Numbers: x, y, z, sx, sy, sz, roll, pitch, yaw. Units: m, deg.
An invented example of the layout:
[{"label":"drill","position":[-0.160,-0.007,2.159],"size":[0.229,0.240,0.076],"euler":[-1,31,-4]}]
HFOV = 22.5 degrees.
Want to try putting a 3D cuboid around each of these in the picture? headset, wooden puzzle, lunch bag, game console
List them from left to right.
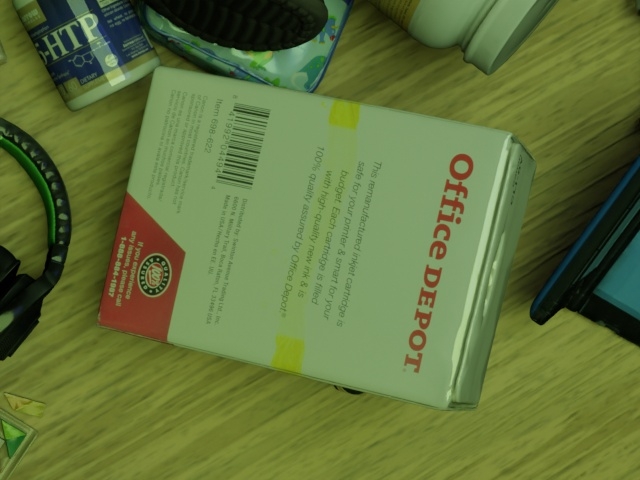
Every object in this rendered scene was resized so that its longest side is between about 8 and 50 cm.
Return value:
[{"label":"headset","position":[-0.409,0.059,1.667],"size":[0.243,0.185,0.394],"euler":[20,72,-12]},{"label":"wooden puzzle","position":[-0.350,0.215,1.729],"size":[0.079,0.014,0.116],"euler":[28,86,-14]},{"label":"lunch bag","position":[-0.080,-0.262,1.743],"size":[0.219,0.090,0.176],"euler":[28,82,-15]},{"label":"game console","position":[0.399,0.002,1.795],"size":[0.173,0.250,0.293],"euler":[37,108,11]}]

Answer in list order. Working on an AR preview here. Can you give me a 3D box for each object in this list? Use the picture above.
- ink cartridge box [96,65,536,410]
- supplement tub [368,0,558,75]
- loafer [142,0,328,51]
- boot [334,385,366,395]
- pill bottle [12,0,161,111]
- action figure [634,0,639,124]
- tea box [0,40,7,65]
[{"label":"ink cartridge box","position":[0.000,0.000,1.648],"size":[0.385,0.160,0.279],"euler":[13,88,18]},{"label":"supplement tub","position":[0.111,-0.341,1.656],"size":[0.316,0.228,0.228],"euler":[39,82,6]},{"label":"loafer","position":[-0.150,-0.312,1.609],"size":[0.366,0.134,0.130],"euler":[25,61,-15]},{"label":"boot","position":[0.063,0.078,1.769],"size":[0.077,0.137,0.197],"euler":[9,91,-15]},{"label":"pill bottle","position":[-0.256,-0.240,1.684],"size":[0.112,0.112,0.186],"euler":[-29,99,-12]},{"label":"action figure","position":[0.445,-0.257,1.858],"size":[0.164,0.141,0.275],"euler":[9,106,-13]},{"label":"tea box","position":[-0.517,-0.257,1.558],"size":[0.329,0.220,0.323],"euler":[-23,99,-13]}]
